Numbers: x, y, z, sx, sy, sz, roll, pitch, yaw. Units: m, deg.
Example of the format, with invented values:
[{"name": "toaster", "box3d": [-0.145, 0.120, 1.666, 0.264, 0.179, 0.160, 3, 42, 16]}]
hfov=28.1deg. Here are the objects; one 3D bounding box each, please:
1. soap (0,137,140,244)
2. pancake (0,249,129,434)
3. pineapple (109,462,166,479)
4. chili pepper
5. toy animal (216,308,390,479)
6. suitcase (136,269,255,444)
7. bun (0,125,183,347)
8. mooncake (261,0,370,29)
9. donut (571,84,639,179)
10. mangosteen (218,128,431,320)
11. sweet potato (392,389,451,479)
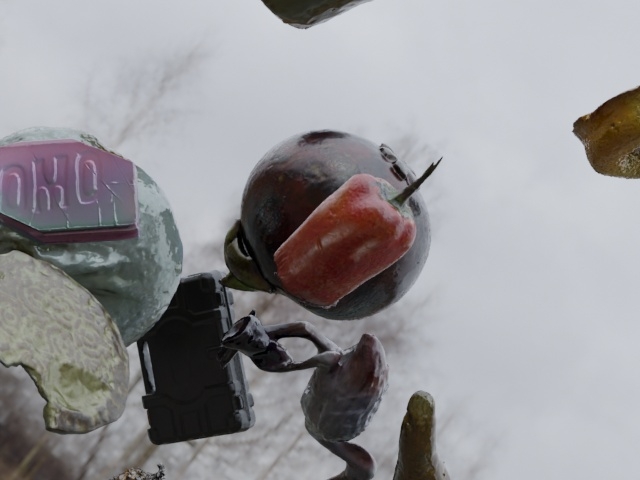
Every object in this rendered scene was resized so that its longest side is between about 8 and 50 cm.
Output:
[{"name": "soap", "box3d": [-0.257, -0.049, 1.277, 0.149, 0.100, 0.056, -3, -15, -3]}, {"name": "pancake", "box3d": [-0.299, 0.110, 1.426, 0.029, 0.212, 0.235, -33, -79, 28]}, {"name": "pineapple", "box3d": [-0.232, 0.325, 1.353, 0.083, 0.221, 0.103, 40, 5, 31]}, {"name": "chili pepper", "box3d": [0.046, -0.016, 1.182, 0.084, 0.192, 0.086, 53, 24, 11]}, {"name": "toy animal", "box3d": [0.016, 0.182, 1.457, 0.195, 0.090, 0.324, -7, -47, 31]}, {"name": "suitcase", "box3d": [-0.231, 0.206, 2.246, 0.206, 0.286, 0.066, -13, -5, 27]}, {"name": "bun", "box3d": [-0.371, 0.015, 1.770, 0.362, 0.362, 0.211, 36, 21, 10]}, {"name": "mooncake", "box3d": [-0.040, -0.584, 2.284, 0.394, 0.246, 0.393, 45, 29, -40]}, {"name": "donut", "box3d": [0.549, -0.188, 2.128, 0.253, 0.118, 0.253, -4, -22, -2]}, {"name": "mangosteen", "box3d": [0.000, 0.000, 1.980, 0.306, 0.359, 0.306, 41, 14, -13]}, {"name": "sweet potato", "box3d": [0.096, 0.314, 1.399, 0.079, 0.346, 0.108, 25, 22, 30]}]
